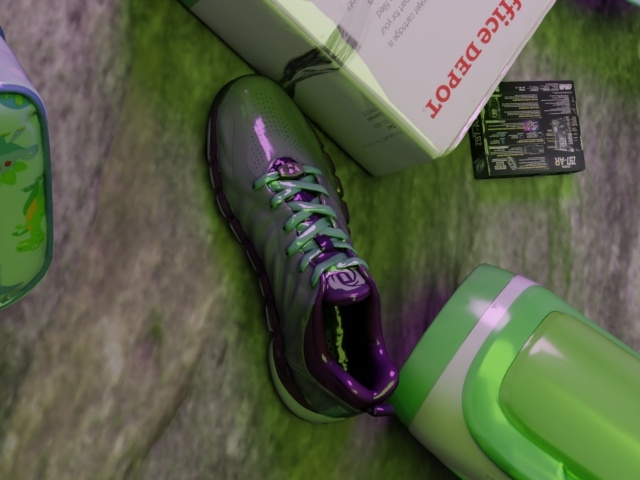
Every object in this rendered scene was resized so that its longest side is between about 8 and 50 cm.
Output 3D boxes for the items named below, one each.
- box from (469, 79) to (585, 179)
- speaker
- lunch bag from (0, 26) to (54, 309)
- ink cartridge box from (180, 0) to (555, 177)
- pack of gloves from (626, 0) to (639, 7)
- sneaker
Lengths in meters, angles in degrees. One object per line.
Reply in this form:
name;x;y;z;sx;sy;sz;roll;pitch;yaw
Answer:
box;0.144;-0.078;0.870;0.083;0.018;0.067;-5;85;-26
speaker;0.190;0.141;0.744;0.296;0.131;0.131;35;67;12
lunch bag;-0.243;-0.013;0.598;0.219;0.176;0.090;-19;53;-24
ink cartridge box;0.019;-0.169;0.782;0.219;0.092;0.160;42;68;-15
pack of gloves;0.199;-0.272;0.881;0.232;0.046;0.195;22;59;-21
sneaker;0.000;0.000;0.747;0.083;0.098;0.223;-18;91;-26
